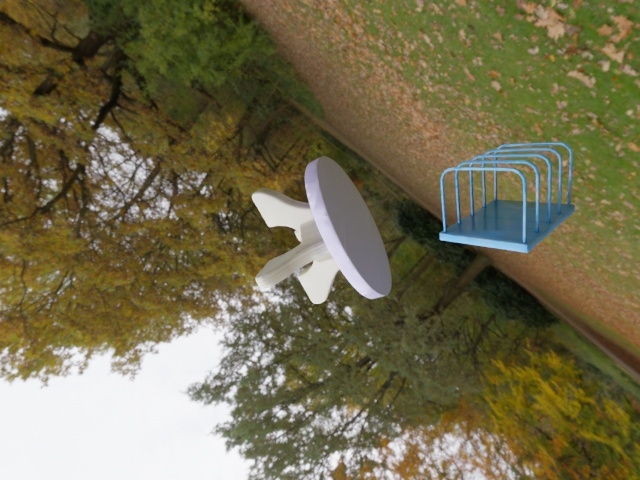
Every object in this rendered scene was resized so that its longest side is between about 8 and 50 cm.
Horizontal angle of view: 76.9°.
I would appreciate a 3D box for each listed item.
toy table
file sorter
[{"bbox_3d":[0.000,0.000,0.747,0.252,0.161,0.274,-35,-77,-61],"label":"toy table"},{"bbox_3d":[0.258,-0.068,0.556,0.170,0.104,0.118,-26,-156,-38],"label":"file sorter"}]
